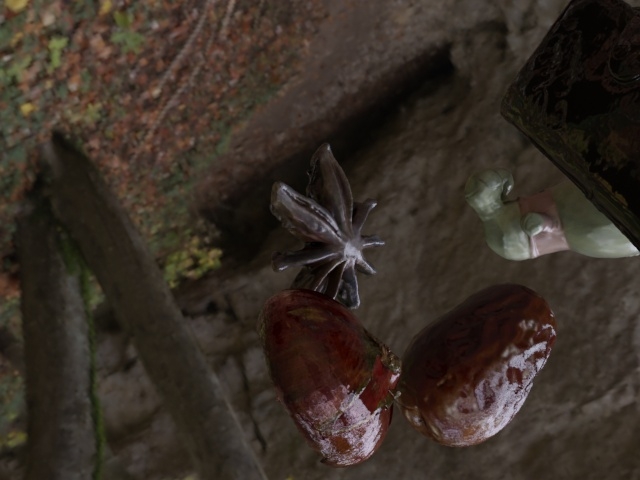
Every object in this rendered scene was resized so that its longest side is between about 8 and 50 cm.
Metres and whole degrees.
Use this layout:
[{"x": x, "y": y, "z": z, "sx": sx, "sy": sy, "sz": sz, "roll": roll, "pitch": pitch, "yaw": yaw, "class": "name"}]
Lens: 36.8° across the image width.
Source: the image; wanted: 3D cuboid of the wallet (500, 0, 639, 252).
[{"x": 0.269, "y": -0.122, "z": 0.873, "sx": 0.165, "sy": 0.042, "sz": 0.310, "roll": -60, "pitch": -153, "yaw": 22, "class": "wallet"}]

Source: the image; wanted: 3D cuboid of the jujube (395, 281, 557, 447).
[{"x": 0.276, "y": 0.215, "z": 1.696, "sx": 0.318, "sy": 0.223, "sz": 0.223, "roll": -41, "pitch": -175, "yaw": -20, "class": "jujube"}]

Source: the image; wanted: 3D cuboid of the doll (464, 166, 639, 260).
[{"x": 0.312, "y": -0.025, "z": 1.165, "sx": 0.274, "sy": 0.113, "sz": 0.155, "roll": 5, "pitch": -175, "yaw": 11, "class": "doll"}]

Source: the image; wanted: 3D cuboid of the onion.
[{"x": 0.011, "y": 0.173, "z": 1.255, "sx": 0.161, "sy": 0.248, "sz": 0.248, "roll": -30, "pitch": 180, "yaw": -12, "class": "onion"}]

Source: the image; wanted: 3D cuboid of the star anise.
[{"x": -0.001, "y": -0.005, "z": 1.405, "sx": 0.198, "sy": 0.258, "sz": 0.110, "roll": -23, "pitch": -164, "yaw": -36, "class": "star anise"}]
